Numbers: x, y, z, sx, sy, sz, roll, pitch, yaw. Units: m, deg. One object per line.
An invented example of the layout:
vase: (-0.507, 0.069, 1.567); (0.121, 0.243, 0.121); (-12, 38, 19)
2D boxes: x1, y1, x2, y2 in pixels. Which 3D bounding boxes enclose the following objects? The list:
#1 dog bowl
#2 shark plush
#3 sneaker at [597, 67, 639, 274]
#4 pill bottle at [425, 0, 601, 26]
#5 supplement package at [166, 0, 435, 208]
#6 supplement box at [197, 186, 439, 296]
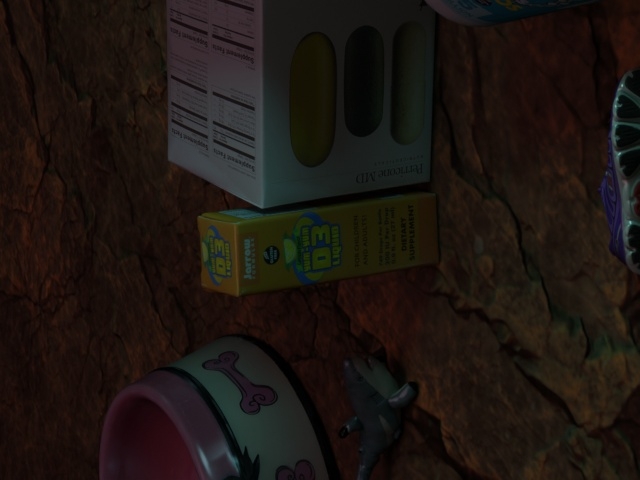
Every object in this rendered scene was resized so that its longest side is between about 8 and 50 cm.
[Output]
dog bowl: (-0.133, 0.324, 2.092); (0.408, 0.150, 0.408); (25, 120, 55)
shark plush: (0.044, 0.188, 1.828); (0.073, 0.067, 0.161); (49, 137, 43)
sneaker: (0.248, -0.057, 1.412); (0.071, 0.068, 0.170); (-151, 57, -61)
pill bottle: (0.188, -0.256, 1.379); (0.264, 0.146, 0.146); (-4, 94, 60)
supplement package: (-0.021, -0.192, 1.702); (0.198, 0.199, 0.263); (27, 121, 54)
supplement box: (0.000, 0.000, 1.685); (0.080, 0.233, 0.078); (15, 111, 58)
